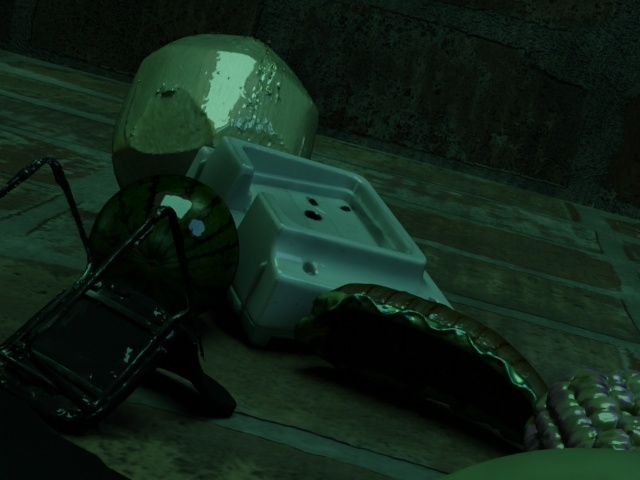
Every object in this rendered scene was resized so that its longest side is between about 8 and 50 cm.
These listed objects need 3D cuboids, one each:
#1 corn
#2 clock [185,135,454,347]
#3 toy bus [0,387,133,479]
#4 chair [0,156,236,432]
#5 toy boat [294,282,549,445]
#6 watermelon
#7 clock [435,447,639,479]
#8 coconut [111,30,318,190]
[{"bbox_3d":[0.207,0.176,0.872,0.127,0.126,0.335,15,11,1],"label":"corn"},{"bbox_3d":[0.000,0.000,1.338,0.231,0.116,0.262,9,29,-29],"label":"clock"},{"bbox_3d":[-0.098,0.172,0.387,0.386,0.162,0.171,22,16,36],"label":"toy bus"},{"bbox_3d":[-0.168,0.074,0.962,0.140,0.221,0.145,23,57,35],"label":"chair"},{"bbox_3d":[0.117,0.117,1.134,0.293,0.108,0.099,27,50,29],"label":"toy boat"},{"bbox_3d":[-0.146,0.005,1.228,0.141,0.140,0.187,13,8,-6],"label":"watermelon"},{"bbox_3d":[0.126,0.187,0.686,0.235,0.029,0.235,-10,25,5],"label":"clock"},{"bbox_3d":[-0.127,-0.102,1.532,0.245,0.247,0.245,10,-30,6],"label":"coconut"}]
